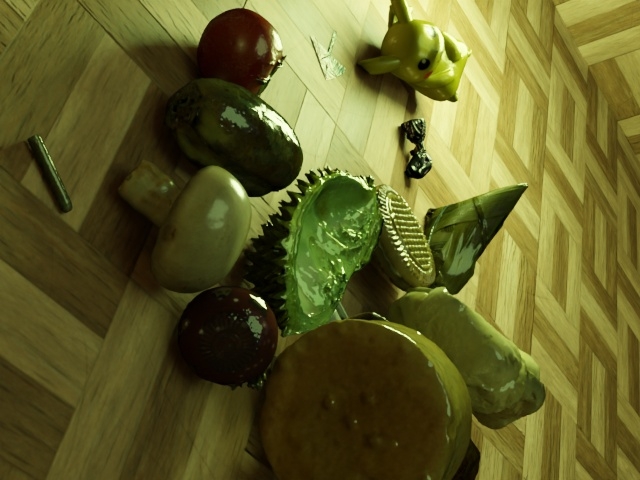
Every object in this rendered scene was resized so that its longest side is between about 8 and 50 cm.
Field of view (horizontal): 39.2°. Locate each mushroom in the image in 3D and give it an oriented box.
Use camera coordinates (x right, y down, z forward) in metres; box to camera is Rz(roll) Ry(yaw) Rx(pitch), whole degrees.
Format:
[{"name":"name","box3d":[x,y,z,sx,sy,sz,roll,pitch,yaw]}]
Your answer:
[{"name":"mushroom","box3d":[-0.202,-0.023,1.352,0.209,0.206,0.206,18,60,-27]}]

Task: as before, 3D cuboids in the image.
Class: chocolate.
[{"name":"chocolate","box3d":[0.233,-0.220,2.184,0.070,0.072,0.147,142,-55,-82]}]

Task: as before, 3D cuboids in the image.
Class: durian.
[{"name":"durian","box3d":[0.004,-0.007,1.579,0.198,0.163,0.394,37,47,6]}]

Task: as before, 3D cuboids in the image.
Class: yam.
[{"name":"yam","box3d":[-0.377,-0.093,1.257,0.021,0.021,0.116,-40,111,-54]}]

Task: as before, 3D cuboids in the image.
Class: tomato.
[{"name":"tomato","box3d":[-0.144,-0.329,1.590,0.167,0.167,0.167,27,55,-48]}]

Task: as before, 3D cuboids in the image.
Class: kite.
[{"name":"kite","box3d":[0.019,-0.416,1.989,0.137,0.005,0.153,37,48,-44]}]

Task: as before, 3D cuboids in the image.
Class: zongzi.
[{"name":"zongzi","box3d":[0.353,-0.002,2.069,0.125,0.274,0.251,42,44,-29]}]

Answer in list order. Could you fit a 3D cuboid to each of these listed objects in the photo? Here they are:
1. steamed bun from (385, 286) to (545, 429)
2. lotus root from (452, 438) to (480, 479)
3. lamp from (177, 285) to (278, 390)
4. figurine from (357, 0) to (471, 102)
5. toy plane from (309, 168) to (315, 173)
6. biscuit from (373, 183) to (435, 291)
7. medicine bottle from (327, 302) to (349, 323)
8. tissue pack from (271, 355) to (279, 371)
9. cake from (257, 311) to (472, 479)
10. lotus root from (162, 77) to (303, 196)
[{"name":"steamed bun","box3d":[0.281,0.256,1.851,0.230,0.324,0.372,-53,145,-3]},{"name":"lotus root","box3d":[0.171,0.451,1.679,0.179,0.196,0.397,51,29,17]},{"name":"lamp","box3d":[-0.145,0.147,1.407,0.135,0.156,0.157,-127,-126,-80]},{"name":"figurine","box3d":[0.242,-0.462,2.186,0.326,0.169,0.218,18,86,-59]},{"name":"toy plane","box3d":[-0.006,0.013,1.714,0.212,0.088,0.267,52,47,-29]},{"name":"biscuit","box3d":[0.163,-0.003,1.917,0.259,0.079,0.259,49,24,-31]},{"name":"medicine bottle","box3d":[0.032,0.171,1.676,0.092,0.061,0.221,-62,139,-44]},{"name":"tissue pack","box3d":[-0.049,0.234,1.587,0.083,0.042,0.062,16,66,-54]},{"name":"cake","box3d":[0.094,0.288,1.474,0.321,0.332,0.333,17,62,-70]},{"name":"lotus root","box3d":[-0.136,-0.174,1.529,0.275,0.152,0.160,35,32,-49]}]
